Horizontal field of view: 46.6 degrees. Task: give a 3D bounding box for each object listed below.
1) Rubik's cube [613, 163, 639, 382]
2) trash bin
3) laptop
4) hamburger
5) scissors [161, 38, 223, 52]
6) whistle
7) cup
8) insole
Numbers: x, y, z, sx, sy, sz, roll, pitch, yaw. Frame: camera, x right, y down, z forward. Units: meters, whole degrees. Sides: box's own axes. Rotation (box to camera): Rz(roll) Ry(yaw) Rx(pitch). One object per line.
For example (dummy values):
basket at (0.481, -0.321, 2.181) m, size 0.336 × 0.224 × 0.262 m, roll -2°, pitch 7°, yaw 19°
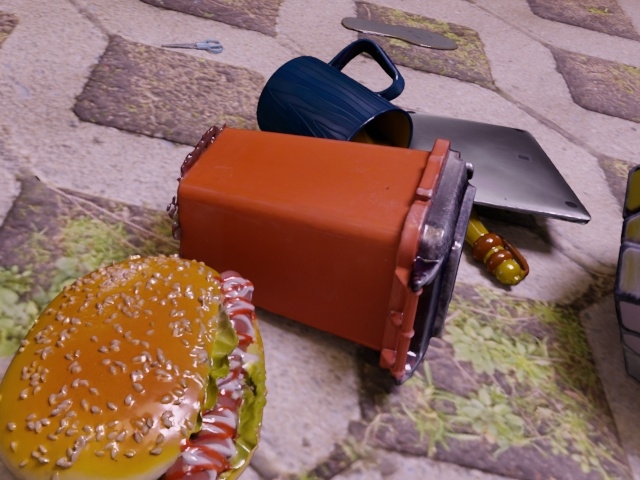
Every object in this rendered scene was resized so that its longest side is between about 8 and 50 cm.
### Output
Rubik's cube at (0.400, 0.030, 0.621) m, size 0.319 × 0.319 × 0.264 m, roll 15°, pitch 13°, yaw 1°
trash bin at (0.000, 0.000, 0.635) m, size 0.238 × 0.161 × 0.184 m, roll 12°, pitch 38°, yaw 10°
laptop at (0.187, -0.096, 0.862) m, size 0.187 × 0.015 × 0.269 m, roll 9°, pitch 28°, yaw -5°
hamburger at (-0.121, 0.093, 0.509) m, size 0.173 × 0.116 × 0.210 m, roll 8°, pitch 40°, yaw -3°
scissors at (-0.172, -0.263, 0.998) m, size 0.083 × 0.006 × 0.036 m, roll -4°, pitch 41°, yaw -21°
whistle at (0.173, 0.007, 0.771) m, size 0.046 × 0.057 × 0.109 m, roll -40°, pitch 63°, yaw 7°
cup at (0.024, -0.134, 0.812) m, size 0.150 × 0.113 × 0.138 m, roll -38°, pitch 57°, yaw -18°
insole at (0.125, -0.325, 1.162) m, size 0.188 × 0.004 × 0.064 m, roll 10°, pitch 38°, yaw -6°
